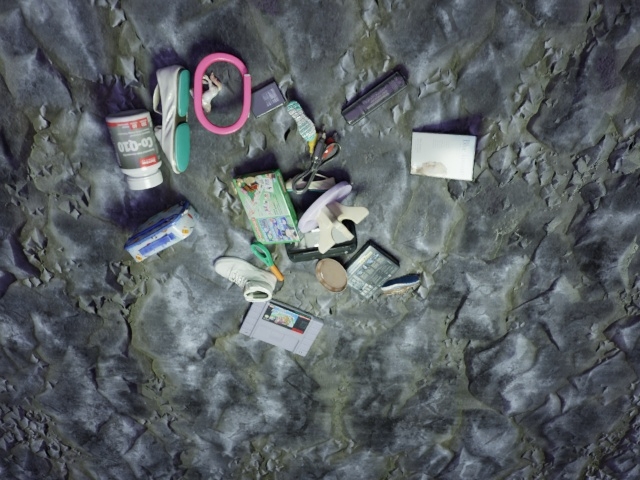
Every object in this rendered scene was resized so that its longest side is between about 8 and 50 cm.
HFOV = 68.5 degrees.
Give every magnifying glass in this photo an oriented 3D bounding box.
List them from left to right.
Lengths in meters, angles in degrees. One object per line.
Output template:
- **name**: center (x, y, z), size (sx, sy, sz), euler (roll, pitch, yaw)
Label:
- **magnifying glass**: center (-0.234, 0.095, 2.107), size (0.092, 0.026, 0.231), euler (4, 138, 46)

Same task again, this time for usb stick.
- **usb stick**: center (0.204, -0.543, 1.801), size (0.278, 0.045, 0.077), euler (-33, 105, 15)

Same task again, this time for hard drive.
- **hard drive**: center (-0.213, -0.542, 1.812), size (0.135, 0.022, 0.094), euler (-24, 114, 11)

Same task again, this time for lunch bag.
- **lunch bag**: center (-0.648, -0.041, 1.937), size (0.303, 0.243, 0.115), euler (-27, 114, 14)

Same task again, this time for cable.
- **cable**: center (-0.016, -0.312, 1.881), size (0.139, 0.072, 0.287), euler (20, 105, -13)

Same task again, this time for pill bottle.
- **pill bottle**: center (-0.714, -0.353, 1.828), size (0.161, 0.161, 0.283), euler (-5, 116, 3)

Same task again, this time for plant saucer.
- **plant saucer**: center (0.056, 0.153, 2.104), size (0.168, 0.029, 0.169), euler (16, 121, 29)

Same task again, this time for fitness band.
- **fitness band**: center (-0.364, -0.545, 1.751), size (0.208, 0.054, 0.291), euler (1, 103, -11)

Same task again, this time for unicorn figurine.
- **unicorn figurine**: center (-0.438, -0.548, 1.788), size (0.162, 0.060, 0.111), euler (-40, 108, 19)

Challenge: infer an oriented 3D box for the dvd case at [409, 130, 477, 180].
- **dvd case**: center (0.482, -0.334, 1.861), size (0.252, 0.022, 0.181), euler (9, 118, 22)

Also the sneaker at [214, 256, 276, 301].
- **sneaker**: center (-0.342, 0.175, 2.086), size (0.292, 0.169, 0.108), euler (18, 117, -7)

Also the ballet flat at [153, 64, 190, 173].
- **ballet flat**: center (-0.573, -0.464, 1.802), size (0.139, 0.139, 0.401), euler (6, 109, -3)

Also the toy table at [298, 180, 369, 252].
- **toy table**: center (0.057, -0.091, 1.911), size (0.274, 0.252, 0.161), euler (-46, 71, 15)

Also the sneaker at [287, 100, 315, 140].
- **sneaker**: center (-0.067, -0.464, 1.818), size (0.064, 0.076, 0.167), euler (-26, 103, 10)

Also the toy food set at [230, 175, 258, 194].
- **toy food set**: center (-0.298, -0.222, 1.900), size (0.122, 0.019, 0.078), euler (-4, 120, 20)

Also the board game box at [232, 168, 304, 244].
- **board game box**: center (-0.215, -0.133, 1.958), size (0.213, 0.046, 0.318), euler (-3, 120, 29)

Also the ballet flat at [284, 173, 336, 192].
- **ballet flat**: center (-0.056, -0.238, 1.941), size (0.248, 0.086, 0.086), euler (2, 116, -3)

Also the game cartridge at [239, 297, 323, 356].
- **game cartridge**: center (-0.188, 0.410, 2.265), size (0.354, 0.068, 0.230), euler (23, 118, -11)

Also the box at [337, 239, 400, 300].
- **box**: center (0.216, 0.138, 2.127), size (0.183, 0.059, 0.233), euler (35, 112, -16)

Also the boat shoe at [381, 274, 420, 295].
- **boat shoe**: center (0.372, 0.209, 2.165), size (0.183, 0.066, 0.066), euler (-13, 121, 17)

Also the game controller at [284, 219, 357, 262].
- **game controller**: center (0.000, 0.000, 2.068), size (0.318, 0.067, 0.167), euler (-9, 102, 4)
